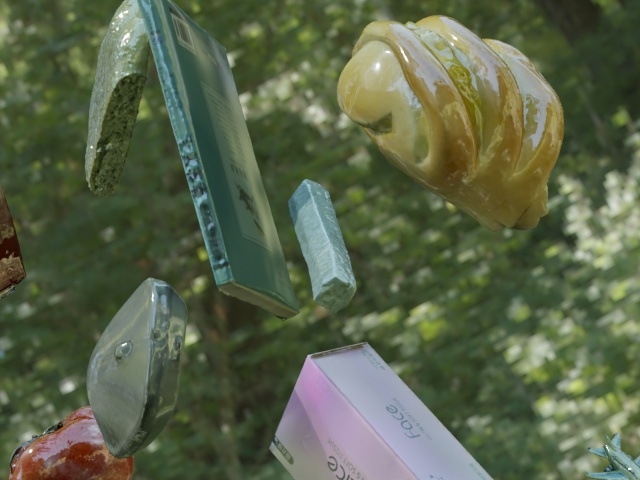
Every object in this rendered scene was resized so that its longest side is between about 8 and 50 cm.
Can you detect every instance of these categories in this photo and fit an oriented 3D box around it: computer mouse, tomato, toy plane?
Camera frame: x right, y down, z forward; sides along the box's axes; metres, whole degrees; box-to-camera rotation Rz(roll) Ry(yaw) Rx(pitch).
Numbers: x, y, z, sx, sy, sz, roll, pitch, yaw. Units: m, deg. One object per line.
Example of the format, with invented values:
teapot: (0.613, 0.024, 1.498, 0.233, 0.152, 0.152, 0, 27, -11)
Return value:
computer mouse: (-0.227, 0.154, 2.061, 0.095, 0.197, 0.331, 5, -17, -13)
tomato: (-0.353, 0.328, 2.450, 0.187, 0.151, 0.187, -31, -4, -2)
toy plane: (0.302, 0.225, 1.693, 0.080, 0.083, 0.033, -24, -43, -18)

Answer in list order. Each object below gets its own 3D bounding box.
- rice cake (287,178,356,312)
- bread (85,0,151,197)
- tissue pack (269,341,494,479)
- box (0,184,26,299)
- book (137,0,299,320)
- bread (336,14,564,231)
rice cake: (0.000, 0.000, 1.880, 0.045, 0.042, 0.245, -54, 22, 17)
bread: (-0.268, -0.203, 2.263, 0.056, 0.207, 0.286, 9, -47, -14)
tissue pack: (0.065, 0.242, 1.861, 0.092, 0.246, 0.148, -9, -48, -40)
box: (-0.555, 0.054, 1.715, 0.385, 0.122, 0.344, -3, 18, 30)
book: (-0.119, -0.099, 2.077, 0.031, 0.379, 0.264, -20, -16, 13)
bread: (0.165, -0.178, 2.201, 0.270, 0.316, 0.211, 32, -82, -32)
